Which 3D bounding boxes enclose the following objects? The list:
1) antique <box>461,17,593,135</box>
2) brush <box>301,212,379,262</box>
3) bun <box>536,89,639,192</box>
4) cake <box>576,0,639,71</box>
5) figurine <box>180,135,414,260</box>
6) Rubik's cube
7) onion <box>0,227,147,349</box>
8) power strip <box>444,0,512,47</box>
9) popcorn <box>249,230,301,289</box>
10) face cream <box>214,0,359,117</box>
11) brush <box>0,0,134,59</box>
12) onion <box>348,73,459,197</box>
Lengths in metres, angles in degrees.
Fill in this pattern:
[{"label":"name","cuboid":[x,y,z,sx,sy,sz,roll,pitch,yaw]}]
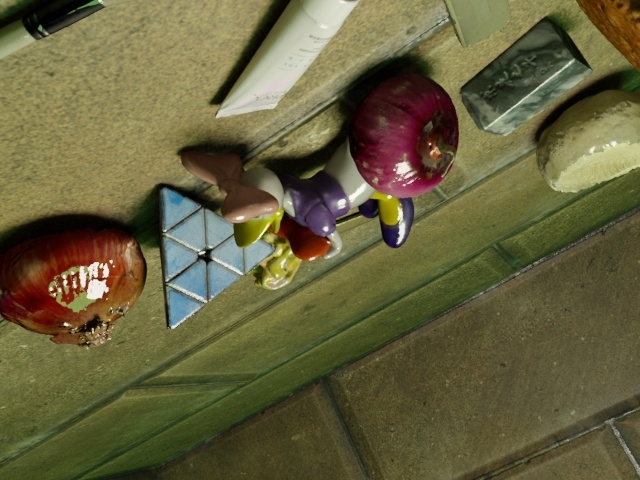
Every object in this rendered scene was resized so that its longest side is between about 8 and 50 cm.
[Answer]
[{"label":"antique","cuboid":[0.318,-0.249,1.041,0.183,0.088,0.086,-39,155,32]},{"label":"brush","cuboid":[0.000,0.000,1.354,0.283,0.048,0.054,-23,163,-11]},{"label":"bun","cuboid":[0.559,-0.210,1.337,0.260,0.152,0.259,-12,164,-4]},{"label":"cake","cuboid":[0.479,-0.348,0.792,0.293,0.196,0.199,-41,163,17]},{"label":"figurine","cuboid":[-0.008,-0.069,1.007,0.421,0.154,0.193,-14,138,-39]},{"label":"Rubik's cube","cuboid":[-0.207,0.010,0.967,0.212,0.190,0.178,-4,131,17]},{"label":"onion","cuboid":[-0.355,0.081,0.957,0.230,0.163,0.230,-21,168,-5]},{"label":"power strip","cuboid":[0.201,-0.305,0.846,0.076,0.028,0.169,-31,158,13]},{"label":"popcorn","cuboid":[-0.090,0.020,1.198,0.126,0.126,0.145,-41,159,-45]},{"label":"face cream","cuboid":[-0.039,-0.216,0.753,0.092,0.058,0.244,-16,165,-37]},{"label":"brush","cuboid":[-0.271,-0.185,0.583,0.299,0.039,0.042,-23,157,4]},{"label":"onion","cuboid":[0.126,-0.150,0.944,0.154,0.177,0.177,-12,171,36]}]
